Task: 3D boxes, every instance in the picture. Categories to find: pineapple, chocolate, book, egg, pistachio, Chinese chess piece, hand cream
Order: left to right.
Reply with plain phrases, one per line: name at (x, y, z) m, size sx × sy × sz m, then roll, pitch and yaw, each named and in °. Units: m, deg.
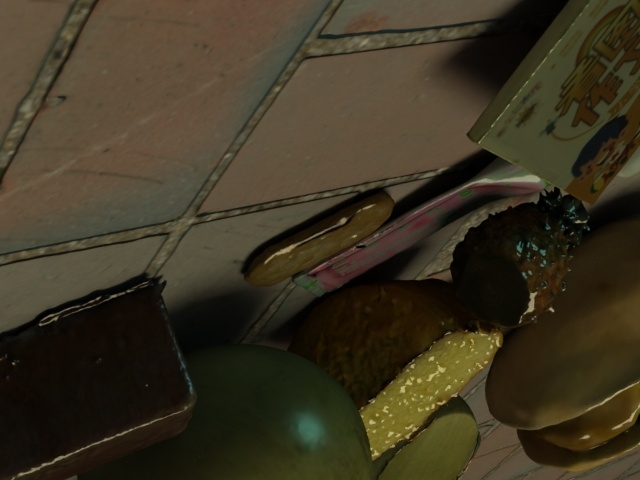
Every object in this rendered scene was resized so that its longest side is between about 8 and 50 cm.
chocolate at (-0.245, 0.145, 1.208) m, size 0.321 × 0.112 × 0.112 m, roll -22°, pitch 160°, yaw -21°
egg at (-0.094, 0.203, 1.382) m, size 0.295 × 0.218 × 0.218 m, roll -8°, pitch 173°, yaw 32°
Chinese chess piece at (0.108, 0.260, 1.938) m, size 0.188 × 0.083 × 0.188 m, roll -27°, pitch 140°, yaw -25°
hand cream at (0.104, -0.021, 1.406) m, size 0.275 × 0.050 × 0.079 m, roll -28°, pitch 135°, yaw 9°
pineapple at (0.201, 0.006, 1.460) m, size 0.198 × 0.108 × 0.108 m, roll -37°, pitch 171°, yaw -50°
book at (0.236, -0.135, 1.261) m, size 0.208 × 0.020 × 0.295 m, roll -53°, pitch 154°, yaw 11°
pistachio at (0.327, 0.108, 1.739) m, size 0.321 × 0.238 × 0.229 m, roll -47°, pitch 120°, yaw -6°

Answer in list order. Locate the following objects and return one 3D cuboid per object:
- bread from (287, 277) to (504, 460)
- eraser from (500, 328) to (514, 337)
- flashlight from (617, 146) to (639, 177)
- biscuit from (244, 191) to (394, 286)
bread at (0.053, 0.114, 1.500) m, size 0.229 × 0.139 × 0.143 m, roll -43°, pitch 157°, yaw 19°
eraser at (0.116, 0.111, 1.694) m, size 0.243 × 0.059 × 0.204 m, roll -30°, pitch 160°, yaw 9°
flashlight at (0.335, -0.123, 1.435) m, size 0.200 × 0.047 × 0.093 m, roll -45°, pitch -172°, yaw 41°
biscuit at (0.000, 0.000, 1.336) m, size 0.147 × 0.018 × 0.071 m, roll -28°, pitch 162°, yaw -9°
